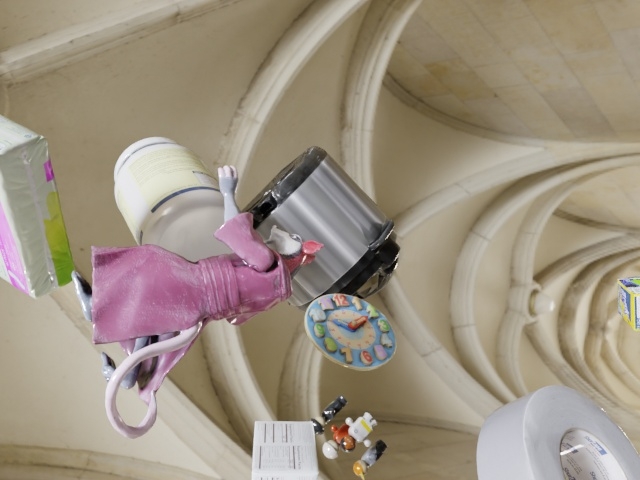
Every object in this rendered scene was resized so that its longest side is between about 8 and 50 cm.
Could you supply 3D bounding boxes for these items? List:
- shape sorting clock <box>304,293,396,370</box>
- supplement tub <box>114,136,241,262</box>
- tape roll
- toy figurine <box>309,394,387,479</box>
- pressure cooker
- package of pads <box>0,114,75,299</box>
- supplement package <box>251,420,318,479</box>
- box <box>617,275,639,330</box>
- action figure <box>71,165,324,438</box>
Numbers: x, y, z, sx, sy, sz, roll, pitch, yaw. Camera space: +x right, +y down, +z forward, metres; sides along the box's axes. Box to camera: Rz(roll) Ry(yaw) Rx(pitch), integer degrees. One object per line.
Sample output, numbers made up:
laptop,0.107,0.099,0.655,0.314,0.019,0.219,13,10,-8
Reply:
shape sorting clock,0.066,0.187,1.176,0.206,0.206,0.040,-19,-42,-44
supplement tub,-0.348,-0.085,1.324,0.235,0.325,0.235,-21,-44,-22
tape roll,0.279,0.276,0.616,0.219,0.072,0.219,22,-136,-23
toy figurine,0.086,0.628,1.769,0.148,0.209,0.213,-38,-53,-26
pressure cooker,-0.004,0.004,1.524,0.375,0.370,0.420,-43,-80,3
package of pads,-0.538,-0.069,0.922,0.101,0.229,0.296,-42,-30,-45
supplement package,-0.087,0.587,1.288,0.145,0.204,0.261,3,-77,-5
box,0.502,0.074,0.755,0.054,0.169,0.059,-79,-22,-69
action figure,-0.161,0.068,0.827,0.370,0.275,0.248,-17,-50,-13
